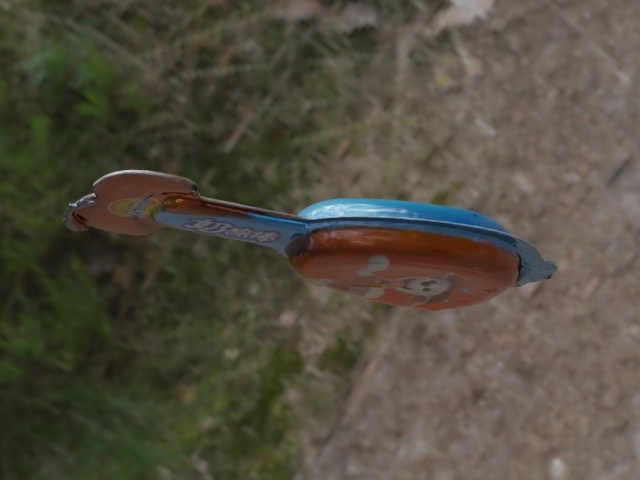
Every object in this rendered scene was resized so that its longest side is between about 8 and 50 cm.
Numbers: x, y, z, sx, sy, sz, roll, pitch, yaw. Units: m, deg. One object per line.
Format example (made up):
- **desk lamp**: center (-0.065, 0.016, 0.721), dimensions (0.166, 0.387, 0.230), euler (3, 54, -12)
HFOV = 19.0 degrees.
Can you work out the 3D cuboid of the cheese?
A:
- **cheese**: center (0.000, 0.000, 0.956), dimensions (0.106, 0.256, 0.037), euler (140, 135, -60)
